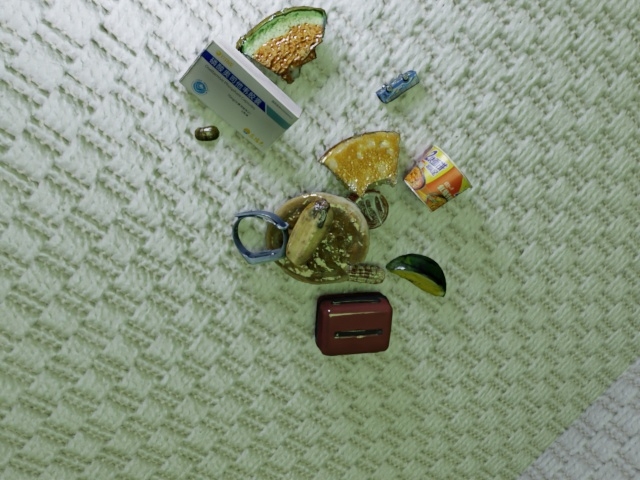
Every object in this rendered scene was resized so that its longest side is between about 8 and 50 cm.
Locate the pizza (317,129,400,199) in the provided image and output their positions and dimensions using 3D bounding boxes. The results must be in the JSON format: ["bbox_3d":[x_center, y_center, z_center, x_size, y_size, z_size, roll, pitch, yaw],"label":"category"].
[{"bbox_3d":[0.159,-0.268,1.709,0.324,0.089,0.222,-21,92,-13],"label":"pizza"}]

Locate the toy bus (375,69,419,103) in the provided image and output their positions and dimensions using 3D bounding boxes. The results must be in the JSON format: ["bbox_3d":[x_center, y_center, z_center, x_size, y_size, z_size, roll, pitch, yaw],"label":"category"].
[{"bbox_3d":[0.268,-0.535,1.671,0.153,0.051,0.061,-34,120,0],"label":"toy bus"}]

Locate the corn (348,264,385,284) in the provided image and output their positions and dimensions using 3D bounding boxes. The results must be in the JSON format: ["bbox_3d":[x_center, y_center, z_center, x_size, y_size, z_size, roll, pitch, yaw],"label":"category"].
[{"bbox_3d":[0.135,0.130,1.870,0.237,0.079,0.079,4,109,-14],"label":"corn"}]

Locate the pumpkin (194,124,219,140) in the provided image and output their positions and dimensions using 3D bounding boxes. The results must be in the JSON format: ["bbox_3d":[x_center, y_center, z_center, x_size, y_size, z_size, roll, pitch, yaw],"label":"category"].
[{"bbox_3d":[-0.376,-0.352,1.591,0.083,0.028,0.050,-10,114,-6],"label":"pumpkin"}]

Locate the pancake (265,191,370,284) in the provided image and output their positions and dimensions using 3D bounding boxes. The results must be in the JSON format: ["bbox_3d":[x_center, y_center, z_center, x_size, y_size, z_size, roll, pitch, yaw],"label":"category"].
[{"bbox_3d":[0.000,0.000,1.750,0.383,0.071,0.381,1,111,3],"label":"pancake"}]

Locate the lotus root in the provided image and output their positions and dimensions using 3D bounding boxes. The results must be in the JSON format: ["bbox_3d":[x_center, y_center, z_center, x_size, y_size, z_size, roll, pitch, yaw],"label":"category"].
[{"bbox_3d":[-0.039,-0.030,1.652,0.110,0.097,0.258,34,105,10],"label":"lotus root"}]

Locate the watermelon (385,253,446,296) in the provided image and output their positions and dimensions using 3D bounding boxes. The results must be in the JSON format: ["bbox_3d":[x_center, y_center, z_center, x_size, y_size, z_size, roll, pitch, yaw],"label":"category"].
[{"bbox_3d":[0.416,0.143,1.951,0.301,0.123,0.129,30,132,-22],"label":"watermelon"}]

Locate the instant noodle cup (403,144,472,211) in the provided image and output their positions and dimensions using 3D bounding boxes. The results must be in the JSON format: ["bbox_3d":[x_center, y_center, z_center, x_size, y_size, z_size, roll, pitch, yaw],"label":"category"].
[{"bbox_3d":[0.418,-0.215,1.753,0.174,0.213,0.213,-41,114,12],"label":"instant noodle cup"}]

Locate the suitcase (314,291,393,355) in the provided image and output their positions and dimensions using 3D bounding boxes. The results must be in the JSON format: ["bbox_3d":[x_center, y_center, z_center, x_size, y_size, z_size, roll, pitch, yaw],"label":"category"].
[{"bbox_3d":[0.129,0.326,1.895,0.297,0.161,0.236,-1,109,-12],"label":"suitcase"}]

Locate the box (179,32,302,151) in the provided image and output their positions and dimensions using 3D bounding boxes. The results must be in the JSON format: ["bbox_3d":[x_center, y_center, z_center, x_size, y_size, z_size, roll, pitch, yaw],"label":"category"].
[{"bbox_3d":[-0.248,-0.454,1.514,0.343,0.065,0.200,38,130,-23],"label":"box"}]

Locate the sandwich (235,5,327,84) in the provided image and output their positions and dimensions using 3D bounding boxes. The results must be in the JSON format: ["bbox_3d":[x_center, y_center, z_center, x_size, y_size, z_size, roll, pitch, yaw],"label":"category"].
[{"bbox_3d":[-0.104,-0.628,1.518,0.292,0.109,0.212,-39,123,8],"label":"sandwich"}]

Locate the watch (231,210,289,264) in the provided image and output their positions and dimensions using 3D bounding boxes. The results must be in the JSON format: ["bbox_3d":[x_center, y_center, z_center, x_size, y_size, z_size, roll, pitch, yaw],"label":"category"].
[{"bbox_3d":[-0.207,-0.016,1.696,0.207,0.068,0.192,-10,104,16],"label":"watch"}]

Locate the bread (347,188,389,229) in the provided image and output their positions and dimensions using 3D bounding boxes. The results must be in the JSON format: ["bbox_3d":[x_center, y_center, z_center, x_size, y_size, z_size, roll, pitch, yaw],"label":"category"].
[{"bbox_3d":[0.173,-0.117,1.789,0.161,0.073,0.160,-4,112,-11],"label":"bread"}]
